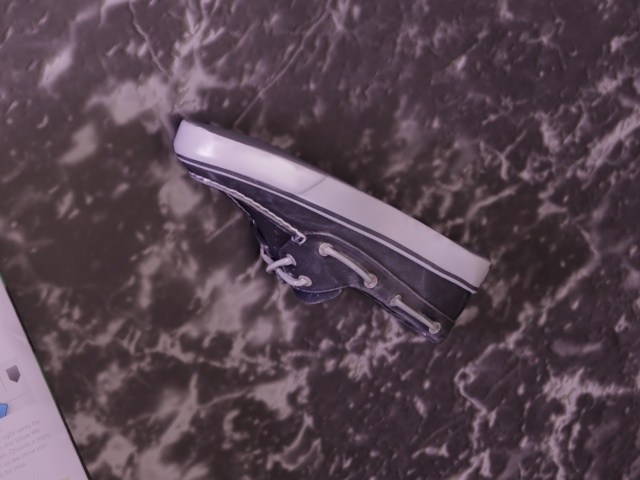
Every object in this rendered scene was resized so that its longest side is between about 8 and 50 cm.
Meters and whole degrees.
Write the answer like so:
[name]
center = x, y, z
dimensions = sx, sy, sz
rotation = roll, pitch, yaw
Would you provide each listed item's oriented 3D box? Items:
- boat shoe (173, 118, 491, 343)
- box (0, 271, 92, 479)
[boat shoe]
center = 0.000, 0.000, 1.411
dimensions = 0.301, 0.108, 0.102
rotation = 26, 92, -33
[box]
center = -0.321, 0.092, 1.233
dimensions = 0.232, 0.058, 0.322
rotation = -24, 112, -14
